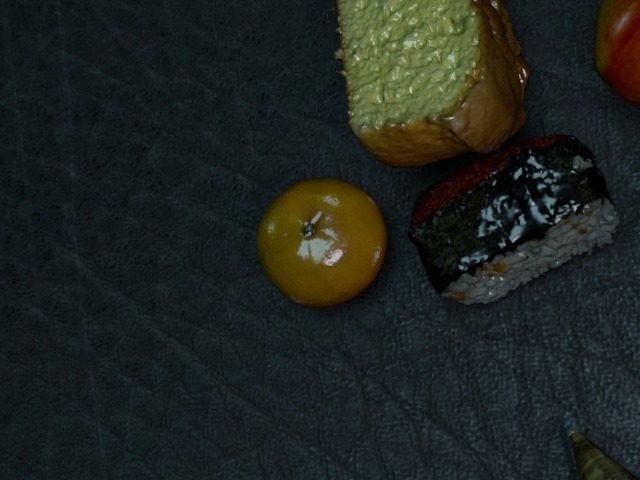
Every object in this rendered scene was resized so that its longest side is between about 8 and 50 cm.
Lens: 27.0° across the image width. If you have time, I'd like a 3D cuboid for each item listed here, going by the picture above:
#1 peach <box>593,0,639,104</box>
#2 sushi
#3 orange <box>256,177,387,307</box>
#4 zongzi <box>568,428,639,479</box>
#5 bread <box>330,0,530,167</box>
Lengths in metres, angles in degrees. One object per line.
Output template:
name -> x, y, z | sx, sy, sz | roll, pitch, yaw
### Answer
peach -> 0.399, -0.241, 1.457 | 0.197, 0.197, 0.197 | -4, 76, 17
sushi -> 0.214, -0.021, 1.493 | 0.225, 0.136, 0.126 | -23, 63, 17
orange -> 0.000, 0.000, 1.561 | 0.156, 0.124, 0.156 | -4, 79, 19
zongzi -> 0.292, 0.364, 1.397 | 0.241, 0.111, 0.247 | 37, 93, 29
bread -> 0.133, -0.202, 1.529 | 0.194, 0.179, 0.340 | -19, 50, 18
